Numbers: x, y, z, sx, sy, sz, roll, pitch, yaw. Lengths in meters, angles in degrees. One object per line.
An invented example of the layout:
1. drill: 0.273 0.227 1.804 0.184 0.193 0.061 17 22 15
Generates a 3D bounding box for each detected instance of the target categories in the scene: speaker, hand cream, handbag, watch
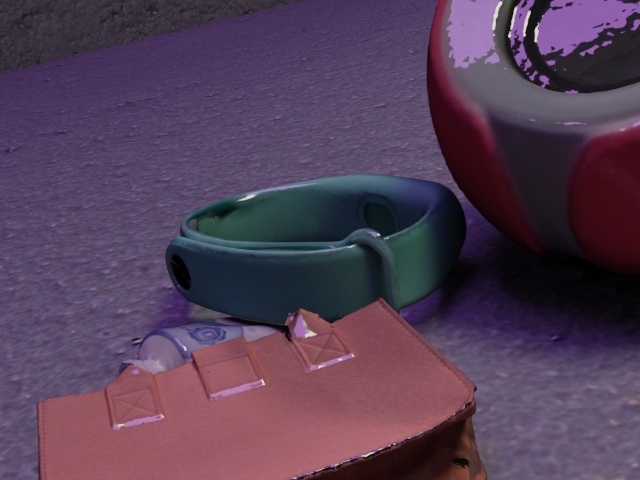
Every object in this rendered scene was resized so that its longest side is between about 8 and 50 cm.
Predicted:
1. speaker: 0.221 -0.115 0.591 0.294 0.294 0.294 -10 22 4
2. hand cream: -0.070 0.072 0.589 0.084 0.053 0.142 6 18 41
3. handbag: -0.036 0.103 0.470 0.212 0.059 0.157 -16 23 -14
4. watch: 0.000 0.000 0.666 0.195 0.068 0.237 -18 20 -32
